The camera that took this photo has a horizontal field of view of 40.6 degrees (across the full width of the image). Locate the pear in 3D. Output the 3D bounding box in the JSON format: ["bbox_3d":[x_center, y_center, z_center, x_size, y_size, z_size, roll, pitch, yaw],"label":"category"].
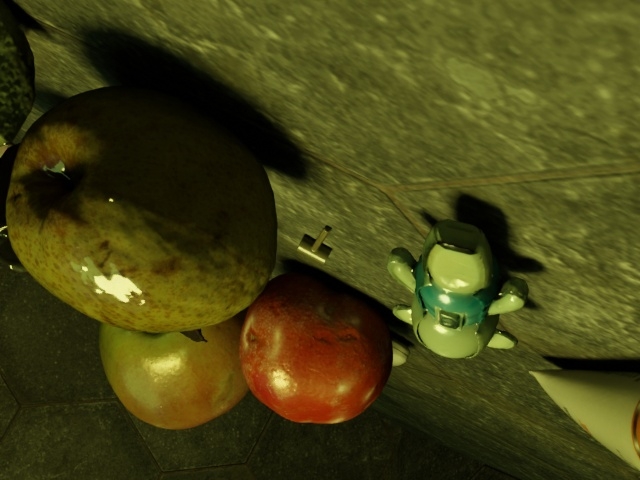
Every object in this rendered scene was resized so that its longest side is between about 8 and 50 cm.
[{"bbox_3d":[-0.148,-0.027,0.700,0.228,0.188,0.211,24,171,30],"label":"pear"}]

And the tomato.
[{"bbox_3d":[-0.009,0.156,1.189,0.231,0.189,0.232,27,171,4],"label":"tomato"}]

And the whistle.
[{"bbox_3d":[0.108,0.036,0.684,0.113,0.077,0.236,16,160,14],"label":"whistle"}]

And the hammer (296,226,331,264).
[{"bbox_3d":[0.000,0.000,0.924,0.035,0.019,0.110,28,164,-2],"label":"hammer"}]

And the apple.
[{"bbox_3d":[-0.295,0.206,1.810,0.338,0.338,0.305,20,146,37],"label":"apple"}]

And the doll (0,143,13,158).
[{"bbox_3d":[-0.607,-0.148,1.520,0.192,0.095,0.149,26,171,-2],"label":"doll"}]

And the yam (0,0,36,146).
[{"bbox_3d":[-0.372,-0.164,0.722,0.268,0.161,0.161,22,167,32],"label":"yam"}]

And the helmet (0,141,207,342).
[{"bbox_3d":[-0.236,-0.021,0.982,0.305,0.177,0.225,23,161,-5],"label":"helmet"}]

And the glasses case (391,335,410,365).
[{"bbox_3d":[0.099,0.172,1.373,0.063,0.041,0.164,30,169,-1],"label":"glasses case"}]

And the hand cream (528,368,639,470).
[{"bbox_3d":[0.283,0.155,0.785,0.139,0.089,0.314,30,177,5],"label":"hand cream"}]
